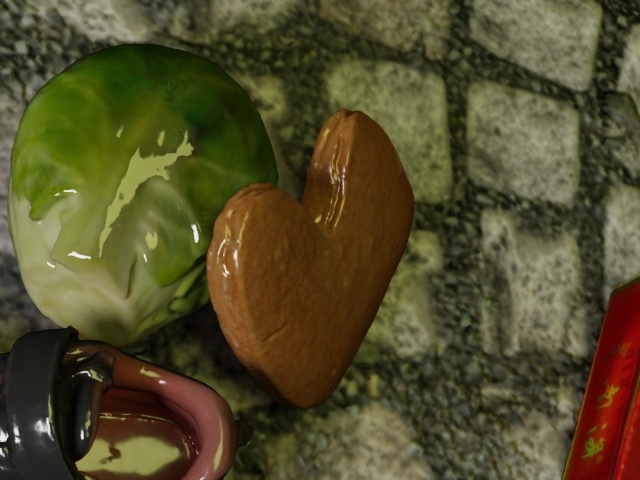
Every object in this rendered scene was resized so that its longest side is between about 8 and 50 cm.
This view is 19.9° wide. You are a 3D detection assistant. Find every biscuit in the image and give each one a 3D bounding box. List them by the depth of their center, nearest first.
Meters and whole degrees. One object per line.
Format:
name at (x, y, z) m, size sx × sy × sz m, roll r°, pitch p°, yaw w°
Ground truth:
biscuit at (0.001, 0.000, 1.125) m, size 0.036 × 0.186 × 0.192 m, roll 10°, pitch 56°, yaw 27°

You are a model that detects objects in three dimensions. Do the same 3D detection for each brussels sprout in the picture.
brussels sprout at (-0.111, -0.031, 1.097) m, size 0.180 × 0.144 × 0.161 m, roll -50°, pitch 132°, yaw -41°

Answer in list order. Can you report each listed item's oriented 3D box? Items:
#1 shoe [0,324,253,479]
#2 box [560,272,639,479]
shoe at (-0.171, 0.112, 1.013) m, size 0.291 × 0.137 × 0.114 m, roll 8°, pitch 68°, yaw -22°
box at (0.326, 0.171, 1.254) m, size 0.313 × 0.089 × 0.197 m, roll 27°, pitch 61°, yaw -15°
